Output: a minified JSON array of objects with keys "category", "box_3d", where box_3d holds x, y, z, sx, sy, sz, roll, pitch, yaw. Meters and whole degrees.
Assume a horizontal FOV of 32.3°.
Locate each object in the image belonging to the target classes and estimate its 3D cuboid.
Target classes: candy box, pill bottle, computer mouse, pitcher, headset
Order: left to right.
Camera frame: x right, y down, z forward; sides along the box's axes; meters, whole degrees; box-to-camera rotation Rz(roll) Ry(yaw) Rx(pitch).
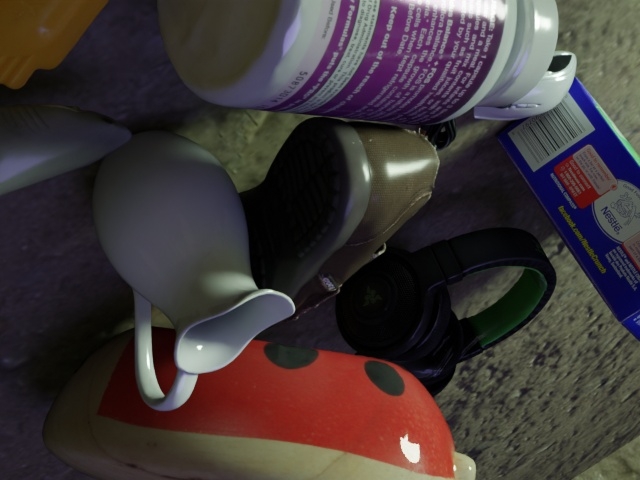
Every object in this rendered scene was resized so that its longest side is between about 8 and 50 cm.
[{"category":"pitcher","box_3d":[-0.130,0.024,0.948,0.125,0.207,0.178,10,131,-48]},{"category":"pill bottle","box_3d":[0.042,-0.175,0.847,0.301,0.169,0.169,0,137,-41]},{"category":"headset","box_3d":[0.105,0.128,1.329,0.394,0.185,0.243,-23,149,3]},{"category":"computer mouse","box_3d":[0.195,-0.150,1.144,0.193,0.042,0.106,-18,146,-22]},{"category":"candy box","box_3d":[0.361,-0.003,1.284,0.122,0.268,0.317,-35,150,13]}]

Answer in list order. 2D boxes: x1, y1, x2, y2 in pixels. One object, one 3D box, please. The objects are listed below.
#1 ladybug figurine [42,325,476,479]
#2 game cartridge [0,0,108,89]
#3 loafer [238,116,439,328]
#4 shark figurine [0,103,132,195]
[{"category":"ladybug figurine","box_3d":[-0.062,0.185,1.139,0.449,0.162,0.305,7,173,11]},{"category":"game cartridge","box_3d":[-0.225,-0.231,0.646,0.285,0.053,0.323,-46,146,24]},{"category":"loafer","box_3d":[0.000,0.000,1.005,0.130,0.134,0.366,-6,167,-24]},{"category":"shark figurine","box_3d":[-0.284,-0.014,0.810,0.278,0.116,0.166,-30,154,14]}]
